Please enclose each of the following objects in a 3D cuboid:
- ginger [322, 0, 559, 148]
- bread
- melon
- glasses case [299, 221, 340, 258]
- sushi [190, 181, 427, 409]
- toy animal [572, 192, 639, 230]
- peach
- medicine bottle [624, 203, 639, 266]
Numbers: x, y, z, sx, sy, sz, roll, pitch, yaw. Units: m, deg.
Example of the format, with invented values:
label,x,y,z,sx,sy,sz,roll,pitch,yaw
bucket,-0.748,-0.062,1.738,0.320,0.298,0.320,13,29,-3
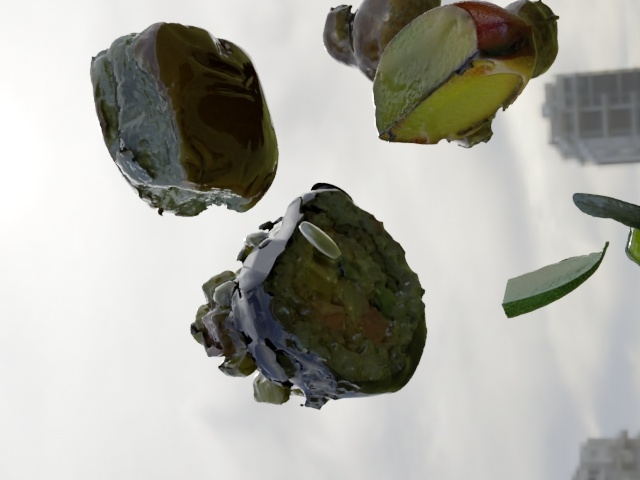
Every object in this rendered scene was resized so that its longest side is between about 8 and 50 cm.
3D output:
label,x,y,z,sx,sy,sz,roll,pitch,yaw
ginger,0.179,-0.302,2.021,0.176,0.375,0.256,-2,-67,-70
bread,-0.191,-0.163,1.790,0.279,0.225,0.250,6,-108,-64
melon,0.470,0.073,2.542,0.053,0.262,0.114,66,175,-29
glasses case,0.000,0.000,1.636,0.021,0.032,0.083,-47,-35,2
sushi,-0.019,0.123,2.087,0.328,0.285,0.328,36,-132,-16
toy animal,0.342,-0.007,1.169,0.075,0.217,0.041,-144,70,-77
peach,0.198,-0.253,1.775,0.159,0.267,0.154,5,-123,-38
medicine bottle,0.469,-0.061,1.491,0.137,0.141,0.250,-128,35,-50
